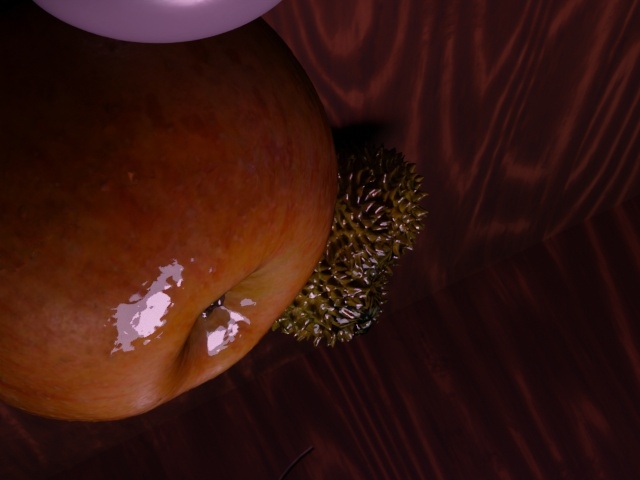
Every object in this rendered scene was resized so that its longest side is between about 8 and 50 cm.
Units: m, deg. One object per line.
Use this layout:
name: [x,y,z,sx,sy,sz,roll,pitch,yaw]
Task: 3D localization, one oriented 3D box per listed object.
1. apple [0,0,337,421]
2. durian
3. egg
apple: [-0.172,-0.027,1.474,0.400,0.333,0.400,-24,167,-6]
durian: [-0.004,-0.001,2.143,0.291,0.225,0.291,-61,172,-14]
egg: [-0.108,-0.223,1.206,0.232,0.176,0.176,-22,165,-22]
